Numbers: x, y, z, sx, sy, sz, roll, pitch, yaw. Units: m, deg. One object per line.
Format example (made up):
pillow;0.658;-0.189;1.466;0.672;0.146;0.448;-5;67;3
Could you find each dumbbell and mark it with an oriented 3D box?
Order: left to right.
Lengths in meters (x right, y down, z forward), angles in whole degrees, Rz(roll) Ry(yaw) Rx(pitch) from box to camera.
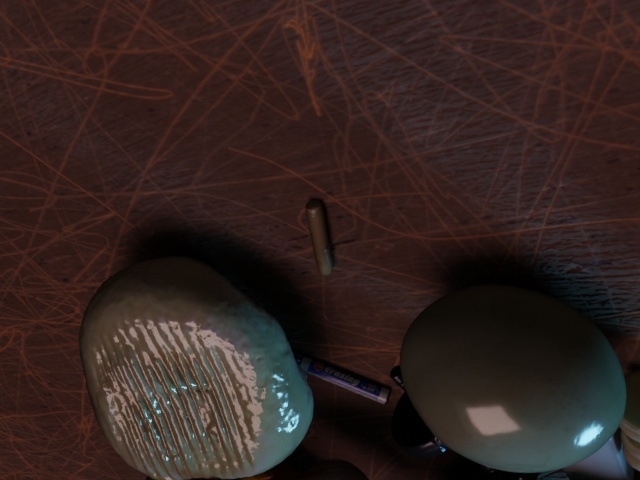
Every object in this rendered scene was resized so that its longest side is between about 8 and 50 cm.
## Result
dumbbell;0.205;0.277;1.478;0.143;0.143;0.325;-20;124;44

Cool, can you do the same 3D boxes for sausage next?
sausage;0.000;0.000;1.354;0.024;0.024;0.132;10;141;19

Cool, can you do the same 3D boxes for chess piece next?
chess piece;0.427;0.246;1.362;0.094;0.094;0.170;7;144;23

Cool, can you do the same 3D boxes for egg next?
egg;0.227;0.164;1.263;0.269;0.219;0.219;21;144;14

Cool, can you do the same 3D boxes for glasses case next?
glasses case;0.369;0.279;1.455;0.092;0.059;0.233;-5;136;29

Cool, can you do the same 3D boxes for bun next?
bun;-0.174;0.181;1.516;0.361;0.213;0.361;7;119;13

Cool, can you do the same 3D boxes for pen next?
pen;0.009;0.199;1.595;0.204;0.025;0.025;22;144;5

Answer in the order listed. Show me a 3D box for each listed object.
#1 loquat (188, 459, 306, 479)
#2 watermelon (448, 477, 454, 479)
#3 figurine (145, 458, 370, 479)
loquat;-0.133;0.526;1.844;0.328;0.328;0.328;16;143;12
watermelon;0.260;0.488;1.620;0.269;0.269;0.269;16;143;12
figurine;-0.059;0.446;1.580;0.388;0.248;0.276;-6;150;-8
